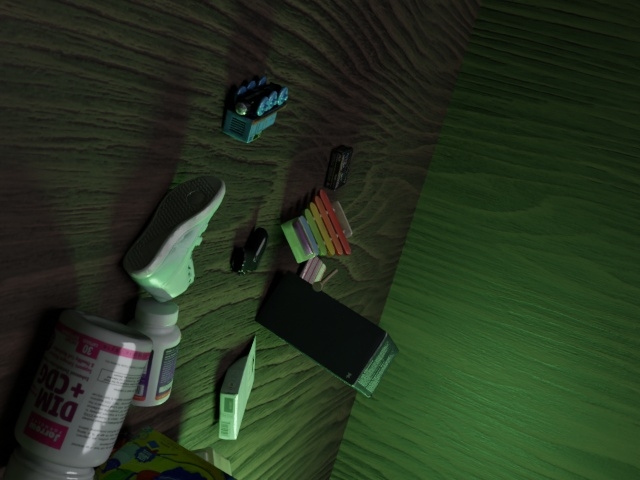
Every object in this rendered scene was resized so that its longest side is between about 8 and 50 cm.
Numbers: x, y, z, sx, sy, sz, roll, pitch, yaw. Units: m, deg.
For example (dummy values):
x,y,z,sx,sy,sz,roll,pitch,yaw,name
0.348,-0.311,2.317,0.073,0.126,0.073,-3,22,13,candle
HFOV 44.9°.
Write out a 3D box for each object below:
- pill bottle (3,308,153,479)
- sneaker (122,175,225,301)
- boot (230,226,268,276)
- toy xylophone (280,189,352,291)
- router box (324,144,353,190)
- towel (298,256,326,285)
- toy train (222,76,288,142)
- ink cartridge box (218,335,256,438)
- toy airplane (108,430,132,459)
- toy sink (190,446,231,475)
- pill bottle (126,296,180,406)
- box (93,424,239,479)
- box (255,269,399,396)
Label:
x,y,z,sx,sy,sz,roll,pitch,yaw,name
-0.397,0.269,1.261,0.160,0.160,0.283,33,77,-73,pill bottle
-0.263,-0.001,1.486,0.256,0.094,0.151,-52,151,-22,sneaker
-0.175,0.027,1.889,0.099,0.045,0.121,-1,111,-68,boot
0.000,0.000,2.175,0.236,0.081,0.323,63,25,-9,toy xylophone
0.055,-0.220,2.335,0.092,0.038,0.123,-37,142,-62,router box
-0.040,0.122,2.442,0.144,0.029,0.197,-65,162,-9,towel
-0.134,-0.277,1.628,0.184,0.080,0.105,-46,160,-58,toy train
-0.231,0.405,2.156,0.232,0.066,0.189,-83,179,-53,ink cartridge box
-0.429,0.464,1.601,0.151,0.028,0.151,-47,148,-43,toy airplane
-0.307,0.573,1.830,0.234,0.152,0.131,70,9,-65,toy sink
-0.330,0.212,1.496,0.108,0.108,0.194,-31,138,-64,pill bottle
-0.323,0.566,1.511,0.279,0.289,0.177,-40,142,-44,box
0.029,0.278,2.247,0.179,0.343,0.312,-57,162,-7,box
